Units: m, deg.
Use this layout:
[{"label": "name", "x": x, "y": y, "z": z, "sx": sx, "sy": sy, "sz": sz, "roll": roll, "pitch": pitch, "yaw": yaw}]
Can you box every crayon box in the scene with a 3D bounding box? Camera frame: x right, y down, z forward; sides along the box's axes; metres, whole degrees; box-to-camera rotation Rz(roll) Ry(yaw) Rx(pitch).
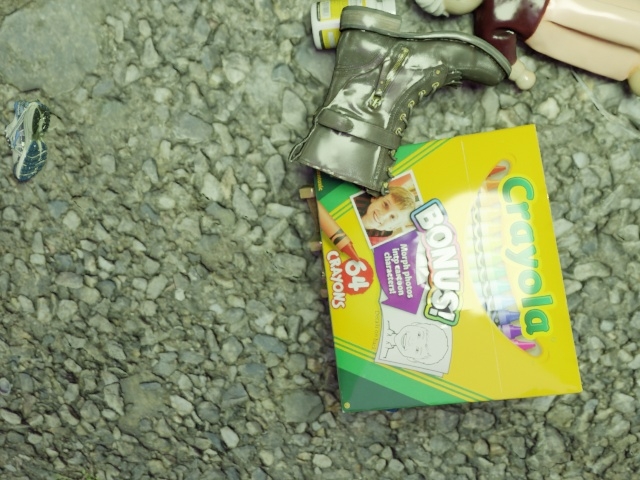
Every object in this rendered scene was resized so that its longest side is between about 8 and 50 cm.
[{"label": "crayon box", "x": 0.169, "y": 0.043, "z": 0.798, "sx": 0.313, "sy": 0.106, "sz": 0.362, "roll": -8, "pitch": 82, "yaw": 11}]

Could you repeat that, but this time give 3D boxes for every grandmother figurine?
[{"label": "grandmother figurine", "x": 0.292, "y": -0.311, "z": 0.739, "sx": 0.343, "sy": 0.104, "sz": 0.207, "roll": 15, "pitch": 101, "yaw": -1}]

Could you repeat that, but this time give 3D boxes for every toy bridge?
[{"label": "toy bridge", "x": 0.000, "y": 0.000, "z": 0.897, "sx": 0.026, "sy": 0.063, "sz": 0.188, "roll": -9, "pitch": 106, "yaw": 10}]

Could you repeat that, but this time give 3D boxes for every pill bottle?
[{"label": "pill bottle", "x": 0.048, "y": -0.309, "z": 0.785, "sx": 0.116, "sy": 0.065, "sz": 0.065, "roll": -4, "pitch": 108, "yaw": 9}]

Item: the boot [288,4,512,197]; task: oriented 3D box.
[{"label": "boot", "x": 0.105, "y": -0.169, "z": 0.748, "sx": 0.263, "sy": 0.091, "sz": 0.228, "roll": 13, "pitch": 98, "yaw": -6}]

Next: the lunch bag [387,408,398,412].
[{"label": "lunch bag", "x": 0.101, "y": 0.245, "z": 0.967, "sx": 0.099, "sy": 0.067, "sz": 0.065, "roll": 16, "pitch": 113, "yaw": 1}]

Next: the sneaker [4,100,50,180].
[{"label": "sneaker", "x": -0.487, "y": -0.165, "z": 0.913, "sx": 0.058, "sy": 0.052, "sz": 0.135, "roll": 21, "pitch": 103, "yaw": 10}]
